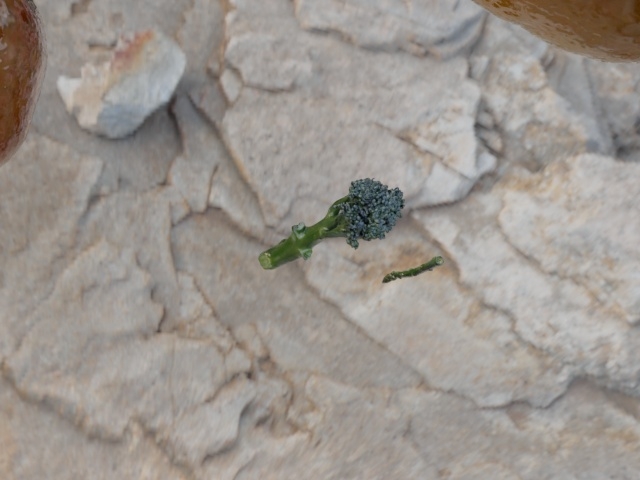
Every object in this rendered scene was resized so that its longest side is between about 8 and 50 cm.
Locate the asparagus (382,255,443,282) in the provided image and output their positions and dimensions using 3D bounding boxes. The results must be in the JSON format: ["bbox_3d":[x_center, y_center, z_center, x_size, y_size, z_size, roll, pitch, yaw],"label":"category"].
[{"bbox_3d":[0.118,0.039,1.526,0.016,0.163,0.016,13,76,-20],"label":"asparagus"}]

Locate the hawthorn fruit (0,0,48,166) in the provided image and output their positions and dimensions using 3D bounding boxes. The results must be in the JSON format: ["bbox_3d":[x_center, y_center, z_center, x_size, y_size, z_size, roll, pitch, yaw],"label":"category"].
[{"bbox_3d":[-0.326,-0.156,0.973,0.224,0.261,0.224,1,110,3],"label":"hawthorn fruit"}]

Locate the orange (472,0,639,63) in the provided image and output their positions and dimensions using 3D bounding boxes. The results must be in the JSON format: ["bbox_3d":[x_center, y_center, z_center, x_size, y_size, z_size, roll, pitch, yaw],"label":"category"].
[{"bbox_3d":[0.227,-0.249,0.849,0.310,0.274,0.274,-21,72,-43],"label":"orange"}]

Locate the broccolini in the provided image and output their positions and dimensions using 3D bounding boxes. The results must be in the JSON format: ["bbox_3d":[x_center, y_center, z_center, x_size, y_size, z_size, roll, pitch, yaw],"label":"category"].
[{"bbox_3d":[0.002,0.001,1.154,0.067,0.216,0.058,-20,82,-38],"label":"broccolini"}]
